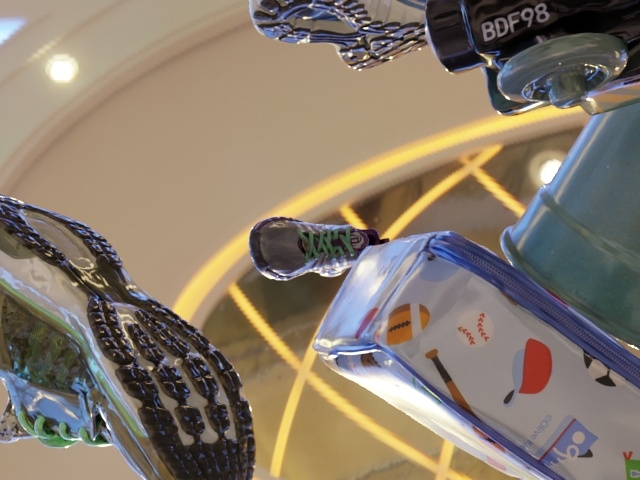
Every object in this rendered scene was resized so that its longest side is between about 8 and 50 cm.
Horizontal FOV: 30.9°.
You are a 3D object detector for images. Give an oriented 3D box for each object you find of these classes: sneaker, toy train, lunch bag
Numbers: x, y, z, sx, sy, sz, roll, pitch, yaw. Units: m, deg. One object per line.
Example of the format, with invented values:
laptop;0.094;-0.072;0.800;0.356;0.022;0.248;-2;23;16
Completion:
sneaker;0.000;0.000;1.485;0.223;0.098;0.083;-1;-105;-59
sneaker;0.037;-0.274;1.199;0.130;0.330;0.147;-18;-103;28
toy train;0.234;-0.157;0.691;0.334;0.190;0.142;-17;-106;24
lunch bag;0.127;0.099;0.829;0.243;0.303;0.115;33;-96;-6
sneaker;-0.212;0.130;1.040;0.158;0.182;0.410;11;-154;-50

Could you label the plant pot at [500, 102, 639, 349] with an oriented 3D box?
plant pot;0.444;-0.071;1.414;0.341;0.334;0.341;20;-160;-8
